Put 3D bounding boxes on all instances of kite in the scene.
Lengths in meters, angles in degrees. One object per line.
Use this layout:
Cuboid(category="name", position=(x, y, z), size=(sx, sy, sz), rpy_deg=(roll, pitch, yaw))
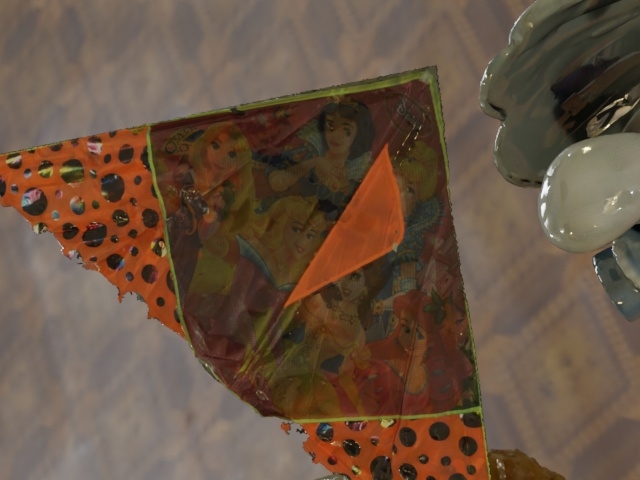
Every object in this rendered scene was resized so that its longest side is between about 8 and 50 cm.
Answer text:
Cuboid(category="kite", position=(0.000, 0.000, 0.553), size=(0.222, 0.008, 0.125), rpy_deg=(39, 115, 13))

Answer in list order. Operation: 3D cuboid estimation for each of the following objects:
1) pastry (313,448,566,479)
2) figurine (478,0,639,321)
Cuboid(category="pastry", position=(0.053, 0.140, 0.724), size=(0.081, 0.153, 0.153), rpy_deg=(110, 150, -46))
Cuboid(category="figurine", position=(0.078, -0.014, 0.364), size=(0.086, 0.094, 0.082), rpy_deg=(-21, 53, 0))
